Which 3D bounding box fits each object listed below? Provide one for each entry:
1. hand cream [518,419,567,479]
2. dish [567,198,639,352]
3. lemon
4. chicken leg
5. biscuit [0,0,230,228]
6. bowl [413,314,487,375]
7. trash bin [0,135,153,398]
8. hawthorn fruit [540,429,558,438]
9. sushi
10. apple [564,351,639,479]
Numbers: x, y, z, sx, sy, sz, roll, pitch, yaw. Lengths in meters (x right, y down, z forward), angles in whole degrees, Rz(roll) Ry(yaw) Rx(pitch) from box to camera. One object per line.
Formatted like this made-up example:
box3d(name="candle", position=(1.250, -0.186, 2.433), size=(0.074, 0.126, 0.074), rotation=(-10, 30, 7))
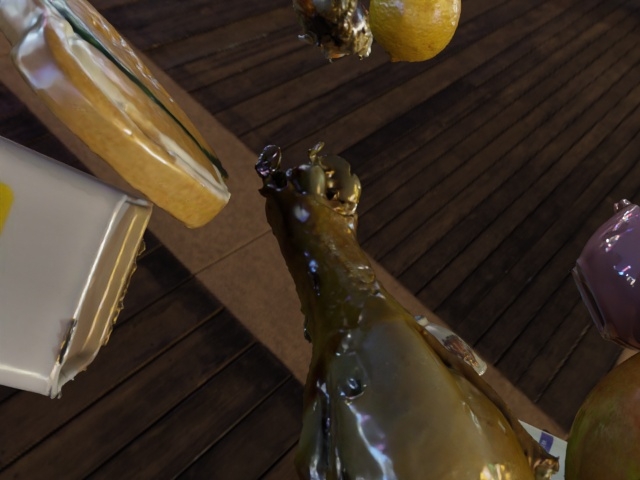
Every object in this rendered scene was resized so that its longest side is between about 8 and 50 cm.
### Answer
box3d(name="hand cream", position=(0.360, 0.353, 1.008), size=(0.321, 0.109, 0.067), rotation=(23, 1, 2))
box3d(name="dish", position=(0.361, 0.056, 0.788), size=(0.213, 0.091, 0.213), rotation=(59, 15, -26))
box3d(name="lemon", position=(0.111, -0.275, 0.780), size=(0.109, 0.133, 0.109), rotation=(10, 31, -6))
box3d(name="chicken leg", position=(0.045, 0.091, 0.589), size=(0.153, 0.201, 0.429), rotation=(34, 30, -63))
box3d(name="biscuit", position=(-0.173, -0.130, 0.603), size=(0.287, 0.057, 0.343), rotation=(47, 3, -44))
box3d(name="bowl", position=(0.197, 0.271, 1.533), size=(0.337, 0.337, 0.157), rotation=(-17, 86, -36))
box3d(name="trash bin", position=(-0.357, -0.019, 0.594), size=(0.368, 0.296, 0.255), rotation=(20, 87, -6))
box3d(name="hawthorn fruit", position=(0.441, 0.639, 1.521), size=(0.403, 0.402, 0.402), rotation=(13, 46, -14))
box3d(name="sushi", position=(0.015, -0.304, 0.889), size=(0.103, 0.097, 0.226), rotation=(42, 4, 30))
box3d(name="apple", position=(0.401, 0.240, 0.598), size=(0.340, 0.339, 0.339), rotation=(13, 46, -14))
